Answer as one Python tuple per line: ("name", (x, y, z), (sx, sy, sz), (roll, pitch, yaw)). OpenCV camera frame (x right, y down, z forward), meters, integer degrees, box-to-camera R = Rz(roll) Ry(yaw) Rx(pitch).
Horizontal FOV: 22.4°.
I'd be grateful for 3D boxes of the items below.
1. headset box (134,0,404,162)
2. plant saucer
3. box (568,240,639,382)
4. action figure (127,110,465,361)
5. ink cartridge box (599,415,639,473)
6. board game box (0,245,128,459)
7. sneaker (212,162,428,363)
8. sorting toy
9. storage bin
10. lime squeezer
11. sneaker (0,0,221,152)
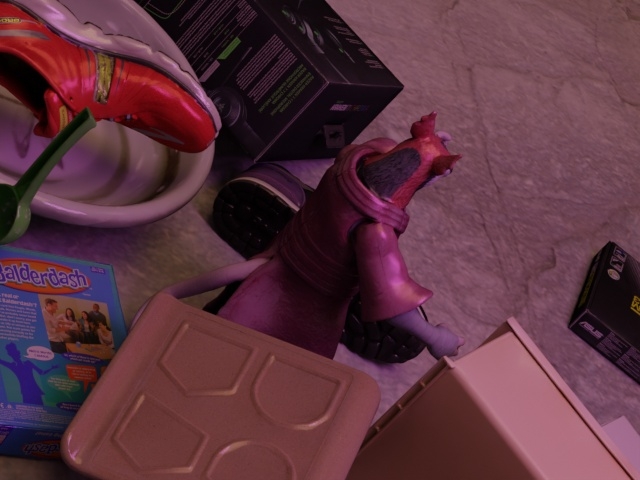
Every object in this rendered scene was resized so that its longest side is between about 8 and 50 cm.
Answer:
("headset box", (-0.060, -0.223, 1.891), (0.283, 0.131, 0.246), (48, 20, 12))
("plant saucer", (-0.303, -0.150, 1.666), (0.400, 0.100, 0.400), (26, 38, -22))
("box", (0.425, 0.111, 2.121), (0.190, 0.045, 0.184), (39, 33, -3))
("action figure", (0.000, 0.000, 1.559), (0.275, 0.370, 0.248), (15, 40, -26))
("ink cartridge box", (0.286, 0.330, 1.648), (0.168, 0.171, 0.233), (-15, 64, -50))
("board game box", (-0.251, 0.103, 1.491), (0.160, 0.047, 0.210), (12, 45, -34))
("sneaker", (0.022, 0.011, 1.803), (0.283, 0.107, 0.124), (42, 29, 1))
("sorting toy", (-0.100, 0.192, 1.378), (0.229, 0.041, 0.307), (23, 46, 6))
("storage bin", (0.154, 0.263, 1.518), (0.262, 0.260, 0.123), (52, 36, 14))
("lime squeezer", (-0.328, -0.016, 1.444), (0.110, 0.310, 0.059), (70, -4, -75))
("sneaker", (-0.233, -0.141, 1.578), (0.279, 0.107, 0.118), (26, 56, -16))
